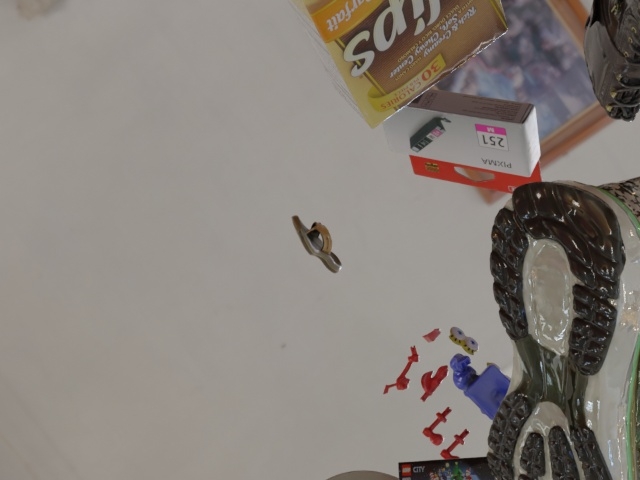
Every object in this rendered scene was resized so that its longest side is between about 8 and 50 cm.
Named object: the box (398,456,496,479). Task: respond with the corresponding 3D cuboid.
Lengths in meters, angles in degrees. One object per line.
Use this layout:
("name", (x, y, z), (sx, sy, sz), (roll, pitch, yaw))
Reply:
("box", (0.249, 0.329, 1.261), (0.233, 0.044, 0.159), (-15, 160, 37))

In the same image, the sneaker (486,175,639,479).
("sneaker", (0.262, 0.120, 0.785), (0.182, 0.410, 0.158), (-21, -147, -28))

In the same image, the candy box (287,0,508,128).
("candy box", (0.053, -0.268, 0.837), (0.183, 0.087, 0.316), (-36, 143, 1))

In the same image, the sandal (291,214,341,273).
("sandal", (0.000, 0.000, 1.589), (0.049, 0.180, 0.072), (-35, -128, 9))

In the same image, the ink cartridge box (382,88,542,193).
("ink cartridge box", (0.252, -0.159, 1.593), (0.275, 0.239, 0.060), (14, -124, 30))

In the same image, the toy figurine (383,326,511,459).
("toy figurine", (0.293, 0.307, 1.506), (0.191, 0.362, 0.217), (-42, 175, -9))

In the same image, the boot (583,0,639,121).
("boot", (0.330, -0.204, 0.891), (0.229, 0.091, 0.263), (88, -1, -53))

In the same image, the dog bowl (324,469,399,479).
("dog bowl", (0.066, 0.481, 1.320), (0.265, 0.265, 0.104), (-44, 165, -38))
